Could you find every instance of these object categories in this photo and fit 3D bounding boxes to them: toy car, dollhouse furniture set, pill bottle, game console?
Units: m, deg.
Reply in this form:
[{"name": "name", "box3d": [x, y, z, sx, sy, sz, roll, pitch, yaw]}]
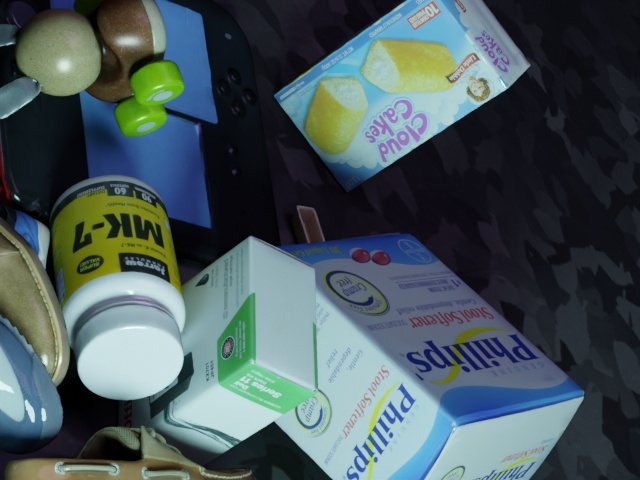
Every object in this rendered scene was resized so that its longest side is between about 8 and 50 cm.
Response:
[{"name": "toy car", "box3d": [-0.255, -0.182, 1.969, 0.188, 0.149, 0.155, -15, 74, -24]}, {"name": "dollhouse furniture set", "box3d": [0.000, 0.000, 2.229, 0.091, 0.081, 0.114, 8, 57, -48]}, {"name": "pill bottle", "box3d": [-0.192, 0.045, 1.885, 0.119, 0.119, 0.208, 30, 29, -35]}, {"name": "game console", "box3d": [-0.203, -0.147, 2.116, 0.386, 0.060, 0.342, 16, 51, -44]}]

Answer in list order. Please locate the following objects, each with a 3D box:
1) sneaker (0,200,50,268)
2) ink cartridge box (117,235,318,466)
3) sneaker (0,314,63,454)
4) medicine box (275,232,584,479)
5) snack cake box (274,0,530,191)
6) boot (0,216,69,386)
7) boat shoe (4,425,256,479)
[{"name": "sneaker", "box3d": [-0.296, 0.027, 1.858, 0.084, 0.058, 0.152, 35, 36, -39]}, {"name": "ink cartridge box", "box3d": [-0.102, 0.115, 1.901, 0.087, 0.208, 0.153, 27, 44, -33]}, {"name": "sneaker", "box3d": [-0.362, 0.081, 1.693, 0.319, 0.112, 0.131, 45, 31, -3]}, {"name": "medicine box", "box3d": [0.082, 0.139, 2.072, 0.289, 0.149, 0.263, 42, 26, 27]}, {"name": "snack cake box", "box3d": [0.094, -0.189, 2.334, 0.152, 0.264, 0.089, 53, 35, -6]}, {"name": "boot", "box3d": [-0.338, 0.016, 1.784, 0.115, 0.112, 0.305, -17, 67, -50]}, {"name": "boat shoe", "box3d": [-0.165, 0.224, 1.778, 0.324, 0.122, 0.120, -2, 80, -60]}]
